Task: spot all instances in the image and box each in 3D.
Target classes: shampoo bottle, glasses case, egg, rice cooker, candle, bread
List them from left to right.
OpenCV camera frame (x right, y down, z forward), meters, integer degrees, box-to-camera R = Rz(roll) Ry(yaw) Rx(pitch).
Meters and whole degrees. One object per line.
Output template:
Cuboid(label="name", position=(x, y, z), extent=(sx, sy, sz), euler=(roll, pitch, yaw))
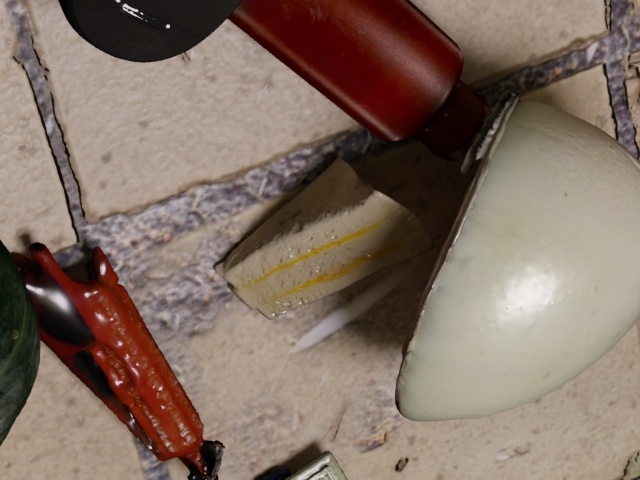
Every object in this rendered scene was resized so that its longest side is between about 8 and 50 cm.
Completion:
Cuboid(label="candle", position=(-0.158, 0.111, 1.417), extent=(0.084, 0.059, 0.301), euler=(-27, 125, 4))
Cuboid(label="rice cooker", position=(-0.108, -0.225, 1.209), extent=(0.142, 0.118, 0.203), euler=(26, 104, -35))
Cuboid(label="glasses case", position=(-0.028, 0.236, 1.576), extent=(0.033, 0.023, 0.083), euler=(-39, 128, -7))
Cuboid(label="bread", position=(0.002, 0.013, 1.412), extent=(0.152, 0.105, 0.077), euler=(-45, 121, 1))
Cuboid(label="shampoo bottle", position=(0.036, -0.150, 1.360), extent=(0.260, 0.064, 0.102), euler=(36, 94, -38))
Cuboid(label="egg", position=(0.173, 0.039, 1.402), extent=(0.174, 0.264, 0.286), euler=(25, 112, 9))

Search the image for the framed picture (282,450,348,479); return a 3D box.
Cuboid(label="framed picture", position=(-0.066, 0.348, 1.588), extent=(0.293, 0.018, 0.231), euler=(-33, 124, -6))

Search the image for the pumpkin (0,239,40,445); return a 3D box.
Cuboid(label="pumpkin", position=(-0.342, 0.075, 1.200), extent=(0.300, 0.207, 0.300), euler=(-19, 148, -12))
